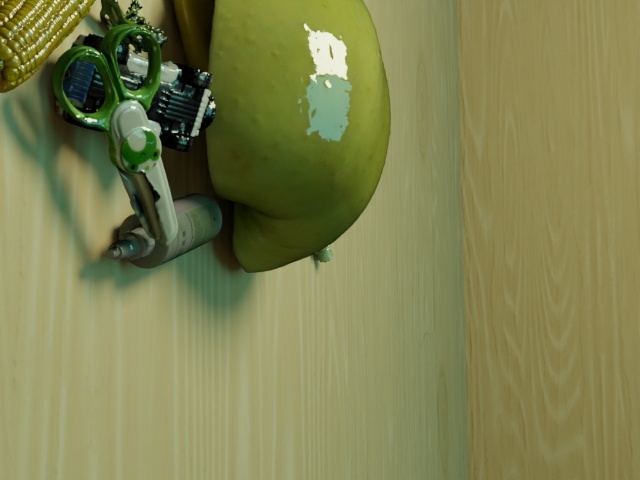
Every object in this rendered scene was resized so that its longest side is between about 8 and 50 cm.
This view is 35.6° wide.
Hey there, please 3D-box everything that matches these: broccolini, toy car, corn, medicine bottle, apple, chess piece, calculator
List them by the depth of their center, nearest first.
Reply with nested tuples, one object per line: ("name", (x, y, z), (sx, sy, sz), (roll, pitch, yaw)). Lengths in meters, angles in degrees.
("corn", (-0.225, -0.187, 0.791), (0.207, 0.068, 0.068), (-71, 152, -45))
("broccolini", (-0.184, -0.231, 0.915), (0.052, 0.054, 0.194), (-42, 163, -15))
("toy car", (-0.167, -0.135, 0.919), (0.170, 0.070, 0.080), (9, 101, -51))
("medicine bottle", (-0.159, -0.006, 0.985), (0.199, 0.057, 0.058), (-32, 118, -70))
("calculator", (-0.129, -0.265, 1.156), (0.146, 0.032, 0.235), (-69, 152, -51))
("apple", (-0.054, -0.169, 1.191), (0.311, 0.320, 0.360), (25, 56, -31))
("chess piece", (0.000, 0.000, 1.517), (0.093, 0.042, 0.042), (77, 20, -47))

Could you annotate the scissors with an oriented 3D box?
("scissors", (-0.162, -0.083, 0.871), (0.101, 0.027, 0.204), (-35, 129, -28))
